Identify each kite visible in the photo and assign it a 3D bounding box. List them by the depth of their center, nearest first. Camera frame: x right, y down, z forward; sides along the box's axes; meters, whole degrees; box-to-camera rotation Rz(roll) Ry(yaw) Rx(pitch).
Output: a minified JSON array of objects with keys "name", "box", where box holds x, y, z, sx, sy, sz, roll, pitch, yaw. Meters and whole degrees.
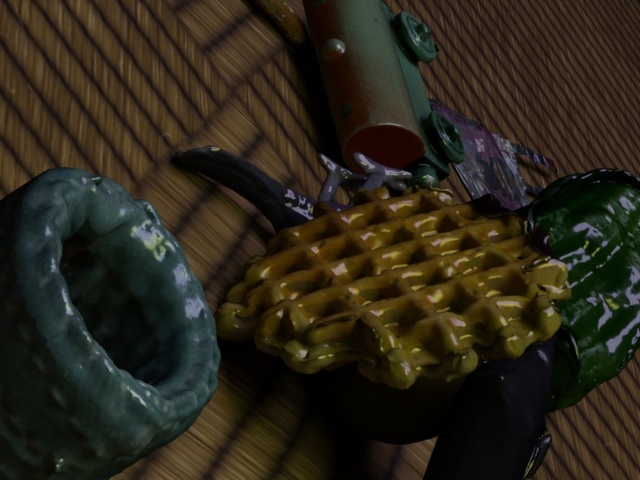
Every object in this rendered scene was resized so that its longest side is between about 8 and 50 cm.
[{"name":"kite","box":[0.253,-0.078,2.558,0.360,0.022,0.204,12,50,-59]}]

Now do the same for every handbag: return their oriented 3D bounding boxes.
[{"name":"handbag","box":[0.130,0.206,1.678,0.089,0.254,0.211,25,15,14]}]

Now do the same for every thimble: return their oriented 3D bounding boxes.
[{"name":"thimble","box":[-0.171,0.070,1.320,0.198,0.143,0.235,40,30,-36]}]

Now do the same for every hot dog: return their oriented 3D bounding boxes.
[{"name":"hot dog","box":[-0.059,-0.261,2.137,0.137,0.028,0.044,42,28,-38]}]

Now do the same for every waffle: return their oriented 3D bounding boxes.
[{"name":"waffle","box":[0.073,0.034,1.679,0.307,0.312,0.060,-37,130,-44]}]

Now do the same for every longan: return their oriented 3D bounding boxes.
[{"name":"longan","box":[0.082,0.110,1.763,0.176,0.145,0.154,3,40,-16]}]

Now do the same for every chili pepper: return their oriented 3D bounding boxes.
[{"name":"chili pepper","box":[0.280,0.052,2.270,0.213,0.167,0.385,41,35,0]}]

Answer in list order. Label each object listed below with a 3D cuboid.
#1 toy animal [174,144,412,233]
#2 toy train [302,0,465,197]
[{"name":"toy animal","box":[0.021,-0.010,1.887,0.367,0.081,0.205,50,39,-22]},{"name":"toy train","box":[0.058,-0.171,2.150,0.177,0.116,0.285,34,33,-44]}]
